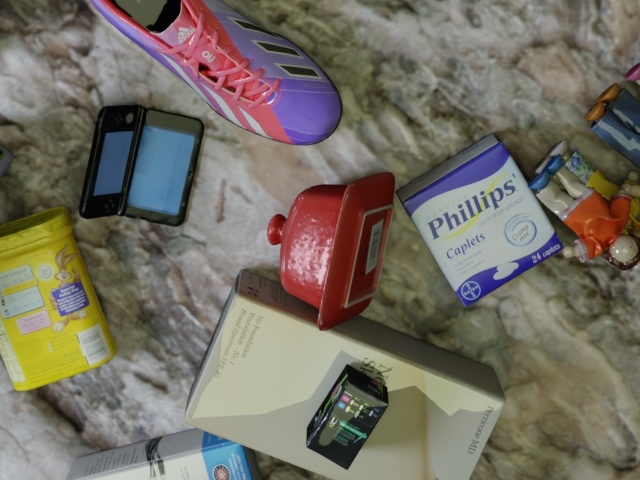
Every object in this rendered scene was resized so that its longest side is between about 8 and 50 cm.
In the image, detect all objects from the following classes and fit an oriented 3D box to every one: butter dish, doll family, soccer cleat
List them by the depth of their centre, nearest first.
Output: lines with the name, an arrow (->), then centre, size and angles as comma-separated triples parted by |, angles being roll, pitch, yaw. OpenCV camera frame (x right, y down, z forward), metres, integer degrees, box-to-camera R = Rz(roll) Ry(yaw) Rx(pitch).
soccer cleat -> -0.115, -0.197, 1.576 | 0.318, 0.116, 0.109 | 37, 100, -9
butter dish -> 0.000, 0.000, 1.625 | 0.118, 0.160, 0.160 | 15, 102, 19
doll family -> 0.335, -0.073, 1.633 | 0.163, 0.118, 0.263 | 43, 81, -4

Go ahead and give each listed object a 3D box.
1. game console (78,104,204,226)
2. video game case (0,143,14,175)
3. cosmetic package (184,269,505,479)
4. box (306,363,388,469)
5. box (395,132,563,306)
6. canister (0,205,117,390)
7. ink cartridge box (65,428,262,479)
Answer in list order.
game console -> -0.189, -0.076, 1.630 | 0.071, 0.107, 0.122 | 19, 103, 24
video game case -> -0.422, 0.027, 1.558 | 0.061, 0.244, 0.269 | 35, 100, -9
cosmetic package -> 0.024, 0.167, 1.669 | 0.309, 0.113, 0.160 | 21, 102, -5
box -> 0.027, 0.180, 1.582 | 0.052, 0.062, 0.083 | 30, 100, -6
box -> 0.169, -0.023, 1.647 | 0.126, 0.072, 0.137 | -31, 101, 5
canister -> -0.302, 0.064, 1.658 | 0.126, 0.073, 0.170 | -18, 104, 2
ink cartridge box -> -0.165, 0.296, 1.708 | 0.203, 0.086, 0.148 | -13, 104, 3
